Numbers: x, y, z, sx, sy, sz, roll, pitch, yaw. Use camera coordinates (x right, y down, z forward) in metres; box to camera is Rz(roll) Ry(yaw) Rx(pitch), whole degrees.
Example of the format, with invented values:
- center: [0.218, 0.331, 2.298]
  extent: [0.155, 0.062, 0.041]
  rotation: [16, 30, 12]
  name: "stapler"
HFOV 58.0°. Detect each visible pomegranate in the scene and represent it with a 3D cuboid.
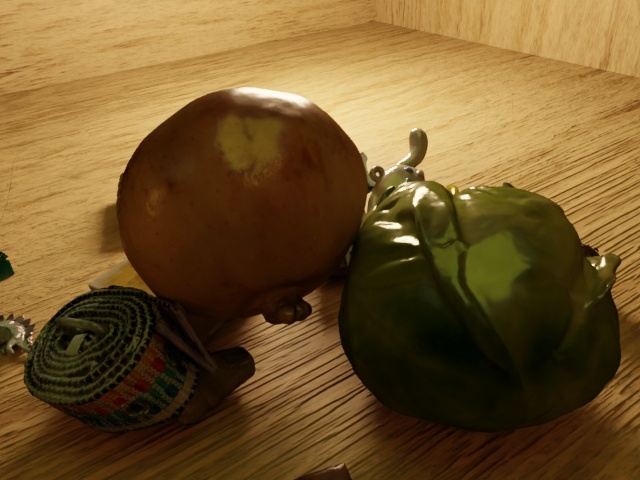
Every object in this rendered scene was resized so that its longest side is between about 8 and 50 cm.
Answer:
- center: [-0.122, -0.040, 0.934]
  extent: [0.412, 0.411, 0.411]
  rotation: [-2, 32, 1]
  name: "pomegranate"

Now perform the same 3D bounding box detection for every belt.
- center: [-0.326, 0.180, 0.897]
  extent: [0.295, 0.160, 0.206]
  rotation: [4, 53, 40]
  name: "belt"

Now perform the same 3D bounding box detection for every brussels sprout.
- center: [0.225, 0.104, 0.874]
  extent: [0.426, 0.342, 0.361]
  rotation: [4, 26, 17]
  name: "brussels sprout"

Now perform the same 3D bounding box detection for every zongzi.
- center: [-0.214, 0.216, 0.988]
  extent: [0.160, 0.078, 0.176]
  rotation: [-28, 37, -33]
  name: "zongzi"

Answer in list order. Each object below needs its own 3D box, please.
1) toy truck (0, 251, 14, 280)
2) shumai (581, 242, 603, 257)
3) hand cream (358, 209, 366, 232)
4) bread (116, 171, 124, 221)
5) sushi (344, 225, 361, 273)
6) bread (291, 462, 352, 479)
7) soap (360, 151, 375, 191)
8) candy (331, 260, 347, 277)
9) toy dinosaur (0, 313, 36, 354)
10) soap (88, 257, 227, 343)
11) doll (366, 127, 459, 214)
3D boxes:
- center: [-0.769, 0.069, 1.272]
  extent: [0.065, 0.079, 0.147]
  rotation: [20, 37, 30]
  name: "toy truck"
- center: [0.476, 0.068, 1.141]
  extent: [0.146, 0.145, 0.116]
  rotation: [15, 54, 26]
  name: "shumai"
- center: [0.116, 0.035, 1.161]
  extent: [0.052, 0.216, 0.038]
  rotation: [-20, -2, 10]
  name: "hand cream"
- center: [-0.483, -0.105, 1.523]
  extent: [0.087, 0.098, 0.269]
  rotation: [-45, 33, 12]
  name: "bread"
- center: [0.160, 0.052, 1.120]
  extent: [0.215, 0.192, 0.050]
  rotation: [-8, -4, -8]
  name: "sushi"
- center: [-0.057, 0.369, 0.755]
  extent: [0.226, 0.049, 0.088]
  rotation: [-13, 33, -17]
  name: "bread"
- center: [0.018, -0.121, 1.380]
  extent: [0.150, 0.094, 0.261]
  rotation: [-13, -6, -19]
  name: "soap"
- center: [0.000, 0.000, 1.306]
  extent: [0.143, 0.101, 0.271]
  rotation: [-4, 24, -18]
  name: "candy"
- center: [-0.615, 0.172, 1.125]
  extent: [0.209, 0.039, 0.082]
  rotation: [24, 37, 20]
  name: "toy dinosaur"
- center: [-0.278, 0.077, 1.172]
  extent: [0.259, 0.142, 0.281]
  rotation: [15, 41, 27]
  name: "soap"
- center: [0.219, -0.092, 1.296]
  extent: [0.243, 0.159, 0.310]
  rotation: [15, 71, 4]
  name: "doll"
